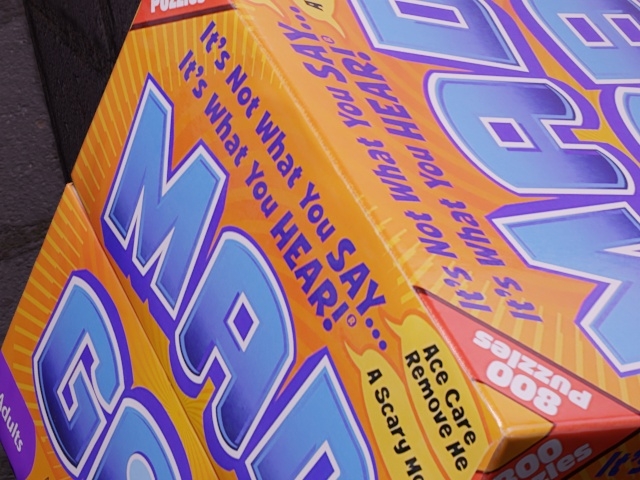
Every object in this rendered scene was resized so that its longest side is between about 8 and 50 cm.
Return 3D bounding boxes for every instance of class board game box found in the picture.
[{"bbox_3d":[0.080,0.085,1.056,0.356,0.356,0.356,59,135,37],"label":"board game box"}]
